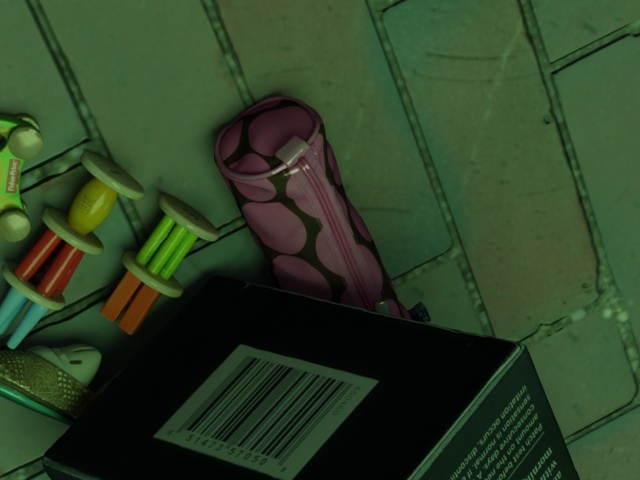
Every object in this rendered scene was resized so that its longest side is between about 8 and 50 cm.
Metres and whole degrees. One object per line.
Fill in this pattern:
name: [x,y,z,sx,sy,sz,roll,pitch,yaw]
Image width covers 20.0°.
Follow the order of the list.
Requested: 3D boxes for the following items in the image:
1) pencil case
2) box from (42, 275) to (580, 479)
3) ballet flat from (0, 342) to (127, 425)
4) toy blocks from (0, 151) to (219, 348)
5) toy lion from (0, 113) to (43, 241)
pencil case: [0.000,0.000,1.329,0.095,0.098,0.209,-31,121,-6]
box: [0.037,0.255,1.310,0.212,0.293,0.395,-47,129,-30]
ballet flat: [-0.170,0.115,1.342,0.206,0.073,0.067,36,77,-36]
toy blocks: [-0.161,0.025,1.302,0.123,0.054,0.148,30,101,-31]
toy lion: [-0.245,-0.041,1.253,0.096,0.034,0.100,6,111,-16]
